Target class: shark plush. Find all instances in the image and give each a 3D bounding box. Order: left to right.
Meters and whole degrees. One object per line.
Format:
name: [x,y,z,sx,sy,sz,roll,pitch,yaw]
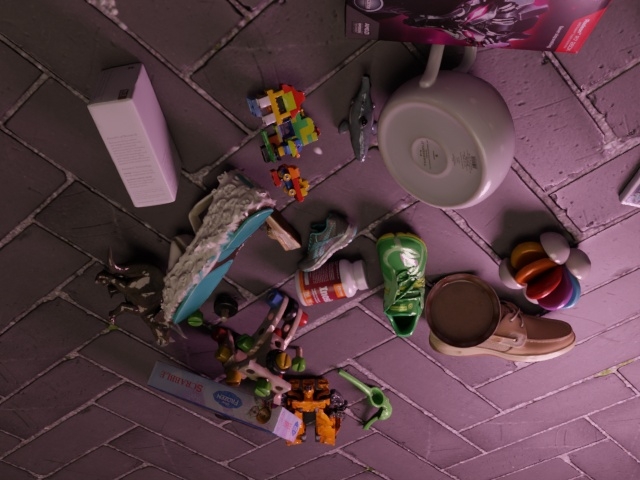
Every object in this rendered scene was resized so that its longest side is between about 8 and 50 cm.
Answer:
shark plush: [0.083,-0.220,1.229,0.073,0.067,0.161,11,134,-10]

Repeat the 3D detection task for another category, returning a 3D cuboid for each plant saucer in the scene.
plant saucer: [0.321,0.159,1.569,0.168,0.169,0.029,-8,174,8]

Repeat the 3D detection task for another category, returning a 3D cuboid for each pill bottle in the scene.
pill bottle: [0.026,0.089,1.525,0.151,0.086,0.086,-13,133,13]

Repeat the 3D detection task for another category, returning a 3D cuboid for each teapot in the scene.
teapot: [0.231,-0.195,1.182,0.252,0.187,0.256,45,148,2]

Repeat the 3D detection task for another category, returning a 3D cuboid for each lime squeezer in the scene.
lime squeezer: [0.138,0.440,1.912,0.109,0.059,0.310,13,144,31]

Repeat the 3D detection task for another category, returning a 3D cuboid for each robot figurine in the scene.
robot figurine: [-0.031,0.472,1.909,0.210,0.085,0.291,0,136,0]

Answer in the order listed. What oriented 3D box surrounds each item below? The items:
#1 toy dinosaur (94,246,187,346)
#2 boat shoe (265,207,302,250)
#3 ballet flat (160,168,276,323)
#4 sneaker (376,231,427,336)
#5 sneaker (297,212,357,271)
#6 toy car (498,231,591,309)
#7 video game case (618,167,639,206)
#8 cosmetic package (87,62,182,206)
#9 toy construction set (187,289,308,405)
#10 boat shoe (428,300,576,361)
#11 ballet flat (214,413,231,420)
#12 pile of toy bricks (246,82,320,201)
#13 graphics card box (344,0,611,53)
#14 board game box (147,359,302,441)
toy dinosaur: [-0.402,0.100,1.539,0.160,0.121,0.314,-10,131,-7]
boat shoe: [-0.089,-0.022,1.439,0.045,0.050,0.135,-27,129,17]
ballet flat: [-0.233,0.007,1.430,0.146,0.147,0.409,25,127,-23]
sneaker: [0.185,0.099,1.507,0.109,0.124,0.296,-7,134,7]
sneaker: [0.000,0.000,1.466,0.076,0.065,0.166,41,121,-14]
toy car: [0.486,0.083,1.482,0.182,0.136,0.159,31,127,-27]
video game case: [0.715,-0.133,1.348,0.183,0.023,0.201,10,135,-10]
cosmetic package: [-0.324,-0.183,1.233,0.085,0.117,0.231,-9,133,7]
toy construction set: [-0.139,0.295,1.624,0.257,0.237,0.309,-14,134,13]
boat shoe: [0.427,0.205,1.614,0.340,0.122,0.110,-1,117,1]
ballet flat: [-0.275,0.459,1.931,0.057,0.049,0.173,-5,142,13]
pile of toy bricks: [-0.050,-0.189,1.254,0.105,0.118,0.212,-25,118,-14]
graphics card box: [0.218,-0.368,0.972,0.370,0.094,0.233,6,166,2]
board game box: [-0.221,0.398,1.687,0.318,0.066,0.318,17,163,13]
